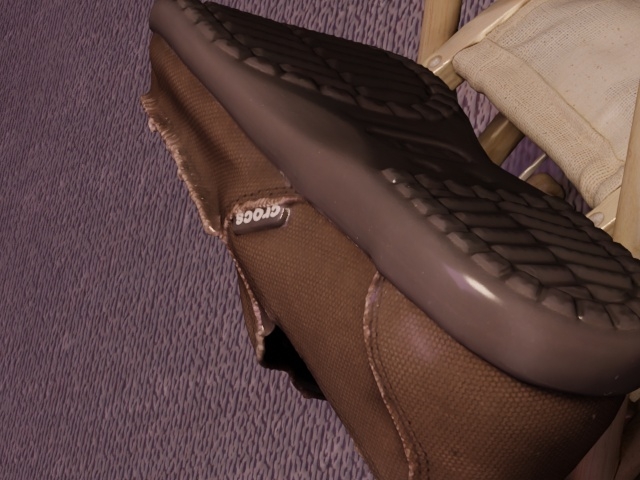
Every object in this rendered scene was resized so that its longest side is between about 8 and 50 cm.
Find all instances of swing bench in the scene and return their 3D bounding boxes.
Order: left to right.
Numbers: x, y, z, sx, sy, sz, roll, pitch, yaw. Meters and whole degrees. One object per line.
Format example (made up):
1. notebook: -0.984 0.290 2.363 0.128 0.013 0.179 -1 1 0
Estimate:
1. swing bench: 0.121 -0.030 0.928 0.254 0.165 0.253 -66 28 21

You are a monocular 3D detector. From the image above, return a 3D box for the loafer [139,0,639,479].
1. loafer: 0.000 0.000 0.813 0.130 0.134 0.366 -68 27 17
